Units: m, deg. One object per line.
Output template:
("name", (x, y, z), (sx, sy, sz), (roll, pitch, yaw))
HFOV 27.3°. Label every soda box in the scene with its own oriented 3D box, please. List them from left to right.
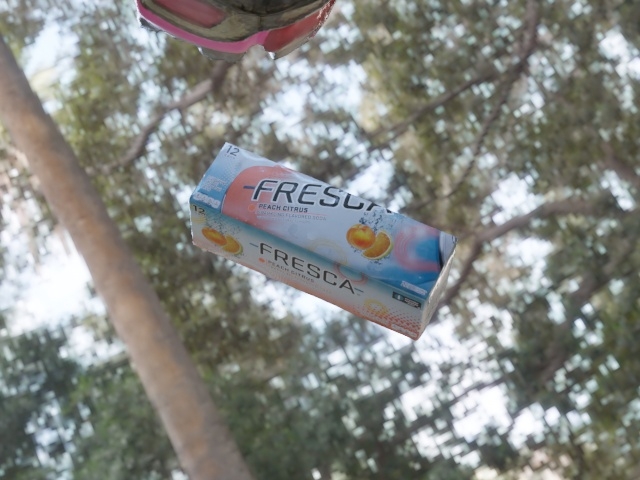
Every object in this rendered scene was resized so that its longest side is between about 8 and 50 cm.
("soda box", (0.000, 0.000, 0.926), (0.063, 0.183, 0.058), (94, -159, -58))

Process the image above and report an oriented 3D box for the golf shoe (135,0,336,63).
("golf shoe", (-0.069, -0.115, 0.291), (0.186, 0.067, 0.086), (25, -31, -5))
